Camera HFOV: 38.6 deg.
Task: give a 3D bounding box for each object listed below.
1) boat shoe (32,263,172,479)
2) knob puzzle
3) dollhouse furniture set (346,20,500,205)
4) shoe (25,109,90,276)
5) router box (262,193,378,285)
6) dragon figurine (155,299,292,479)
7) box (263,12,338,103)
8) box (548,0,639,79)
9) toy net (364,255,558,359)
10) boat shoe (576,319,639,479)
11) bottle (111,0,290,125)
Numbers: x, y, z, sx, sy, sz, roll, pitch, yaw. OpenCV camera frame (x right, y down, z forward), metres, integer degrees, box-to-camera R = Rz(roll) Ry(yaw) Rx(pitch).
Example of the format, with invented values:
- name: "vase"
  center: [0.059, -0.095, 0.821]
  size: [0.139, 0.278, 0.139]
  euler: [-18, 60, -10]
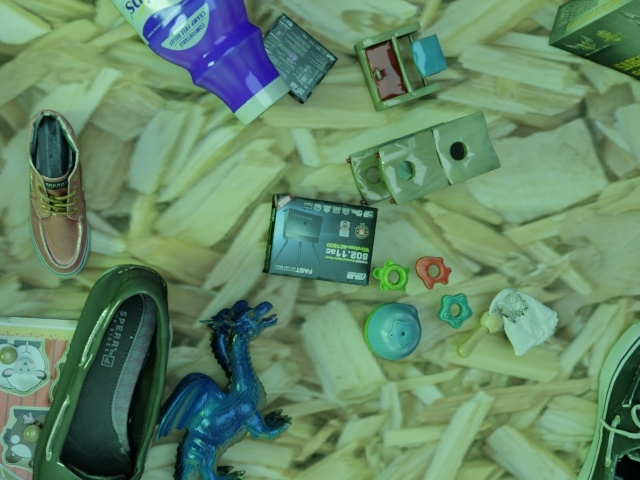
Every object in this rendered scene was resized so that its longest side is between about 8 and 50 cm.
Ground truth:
- name: "boat shoe"
  center: [-0.226, 0.189, 0.944]
  size: [0.112, 0.095, 0.335]
  euler: [12, 94, -21]
- name: "knob puzzle"
  center: [-0.295, 0.182, 0.988]
  size: [0.213, 0.030, 0.213]
  euler: [0, 91, -13]
- name: "dollhouse furniture set"
  center: [0.091, -0.144, 1.022]
  size: [0.128, 0.129, 0.184]
  euler: [-21, 96, -12]
- name: "shoe"
  center: [-0.280, -0.048, 0.963]
  size: [0.063, 0.081, 0.178]
  euler: [-5, 91, -13]
- name: "router box"
  center: [0.000, 0.000, 1.049]
  size: [0.122, 0.038, 0.092]
  euler: [7, 89, -13]
- name: "dragon figurine"
  center: [-0.132, 0.196, 0.996]
  size: [0.144, 0.085, 0.289]
  euler: [44, 81, -9]
- name: "box"
  center: [-0.032, -0.209, 1.050]
  size: [0.083, 0.018, 0.067]
  euler: [37, 83, -10]
- name: "box"
  center: [0.398, -0.244, 1.040]
  size: [0.183, 0.231, 0.056]
  euler: [17, 83, -13]
- name: "toy net"
  center: [0.168, 0.080, 1.088]
  size: [0.232, 0.045, 0.122]
  euler: [0, 88, -14]
- name: "boat shoe"
  center: [0.384, 0.244, 1.104]
  size: [0.113, 0.105, 0.306]
  euler: [26, 85, -12]
- name: "bottle"
  center: [-0.145, -0.252, 0.978]
  size: [0.118, 0.092, 0.283]
  euler: [-35, 100, 23]
